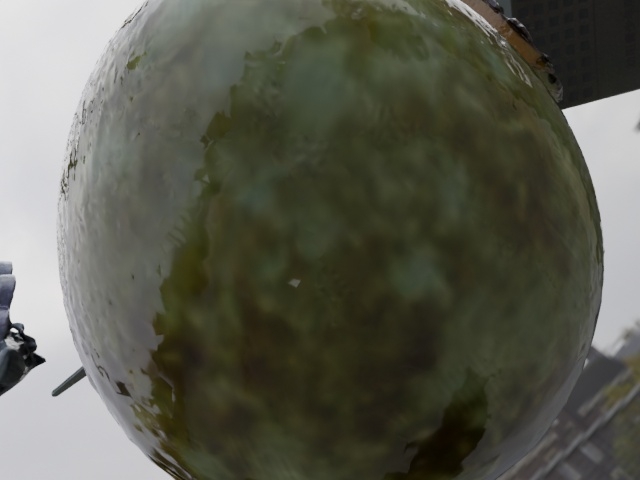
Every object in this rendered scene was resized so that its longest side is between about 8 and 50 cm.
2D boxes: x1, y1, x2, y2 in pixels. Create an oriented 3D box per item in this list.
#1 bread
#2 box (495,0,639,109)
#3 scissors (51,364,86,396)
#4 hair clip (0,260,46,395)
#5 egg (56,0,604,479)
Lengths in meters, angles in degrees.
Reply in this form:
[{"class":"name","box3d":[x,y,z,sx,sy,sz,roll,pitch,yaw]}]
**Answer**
[{"class":"bread","box3d":[0.154,-0.189,1.190,0.140,0.160,0.169,44,-128,-68]},{"class":"box","box3d":[0.297,-0.251,1.538,0.325,0.047,0.180,-16,-62,-11]},{"class":"scissors","box3d":[-0.230,0.119,1.422,0.189,0.015,0.100,-37,-49,-11]},{"class":"hair clip","box3d":[-0.262,0.079,1.001,0.052,0.195,0.124,23,-94,-24]},{"class":"egg","box3d":[0.000,0.000,0.543,0.238,0.238,0.289,-46,-35,-9]}]
